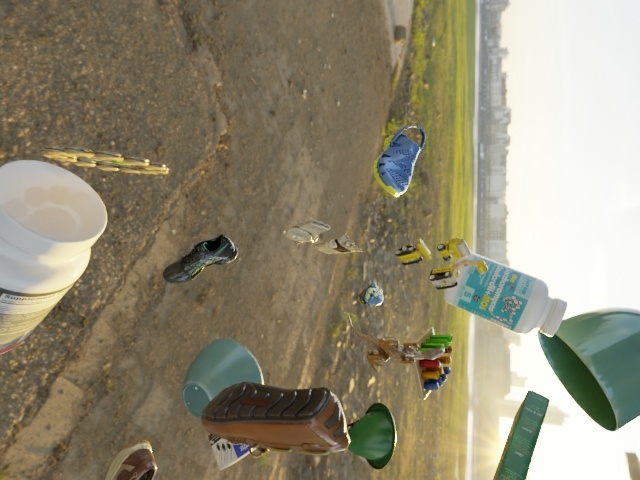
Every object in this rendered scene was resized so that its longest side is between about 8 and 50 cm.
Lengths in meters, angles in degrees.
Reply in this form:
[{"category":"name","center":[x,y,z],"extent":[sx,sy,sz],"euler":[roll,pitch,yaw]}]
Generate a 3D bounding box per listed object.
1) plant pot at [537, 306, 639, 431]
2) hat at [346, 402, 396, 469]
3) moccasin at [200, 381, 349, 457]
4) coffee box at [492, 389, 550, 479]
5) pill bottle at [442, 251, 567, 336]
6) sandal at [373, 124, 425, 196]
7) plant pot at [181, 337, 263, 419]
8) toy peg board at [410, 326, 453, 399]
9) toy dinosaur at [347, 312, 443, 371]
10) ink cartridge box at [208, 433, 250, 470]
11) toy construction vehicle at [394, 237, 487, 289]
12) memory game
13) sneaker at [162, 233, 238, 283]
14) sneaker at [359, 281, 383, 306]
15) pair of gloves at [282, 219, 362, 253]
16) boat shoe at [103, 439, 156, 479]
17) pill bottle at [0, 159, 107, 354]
[{"category":"plant pot","center":[0.782,0.313,1.089],"extent":[0.293,0.235,0.293],"euler":[62,3,-5]},{"category":"hat","center":[0.085,0.560,1.166],"extent":[0.209,0.183,0.173],"euler":[-64,-155,25]},{"category":"moccasin","center":[-0.109,0.389,0.874],"extent":[0.147,0.379,0.139],"euler":[67,30,-16]},{"category":"coffee box","center":[0.343,0.367,0.709],"extent":[0.184,0.040,0.113],"euler":[-46,145,-34]},{"category":"pill bottle","center":[0.454,0.137,1.013],"extent":[0.146,0.263,0.146],"euler":[-46,149,-39]},{"category":"sandal","center":[0.260,-0.270,1.306],"extent":[0.126,0.138,0.318],"euler":[35,46,-20]},{"category":"plant pot","center":[-0.381,0.530,1.472],"extent":[0.195,0.289,0.291],"euler":[-24,113,-61]},{"category":"toy peg board","center":[0.341,0.358,1.199],"extent":[0.161,0.079,0.161],"euler":[-16,95,-52]},{"category":"toy dinosaur","center":[0.119,0.203,0.776],"extent":[0.112,0.211,0.064],"euler":[9,96,-65]},{"category":"ink cartridge box","center":[-0.222,0.519,1.070],"extent":[0.046,0.207,0.097],"euler":[-3,55,-46]},{"category":"toy construction vehicle","center":[0.168,0.025,0.565],"extent":[0.086,0.098,0.035],"euler":[48,46,-23]},{"category":"memory game","center":[-0.340,-0.125,0.653],"extent":[0.186,0.186,0.012],"euler":[4,92,-68]},{"category":"sneaker","center":[-0.422,0.056,1.398],"extent":[0.101,0.267,0.106],"euler":[59,-10,35]},{"category":"sneaker","center":[0.175,0.200,1.427],"extent":[0.067,0.078,0.188],"euler":[44,12,3]},{"category":"pair of gloves","center":[0.000,0.000,1.388],"extent":[0.240,0.204,0.042],"euler":[25,67,-34]},{"category":"boat shoe","center":[-0.516,0.696,1.041],"extent":[0.123,0.123,0.342],"euler":[31,87,-52]},{"category":"pill bottle","center":[-0.556,0.039,0.729],"extent":[0.210,0.363,0.210],"euler":[40,25,-23]}]
